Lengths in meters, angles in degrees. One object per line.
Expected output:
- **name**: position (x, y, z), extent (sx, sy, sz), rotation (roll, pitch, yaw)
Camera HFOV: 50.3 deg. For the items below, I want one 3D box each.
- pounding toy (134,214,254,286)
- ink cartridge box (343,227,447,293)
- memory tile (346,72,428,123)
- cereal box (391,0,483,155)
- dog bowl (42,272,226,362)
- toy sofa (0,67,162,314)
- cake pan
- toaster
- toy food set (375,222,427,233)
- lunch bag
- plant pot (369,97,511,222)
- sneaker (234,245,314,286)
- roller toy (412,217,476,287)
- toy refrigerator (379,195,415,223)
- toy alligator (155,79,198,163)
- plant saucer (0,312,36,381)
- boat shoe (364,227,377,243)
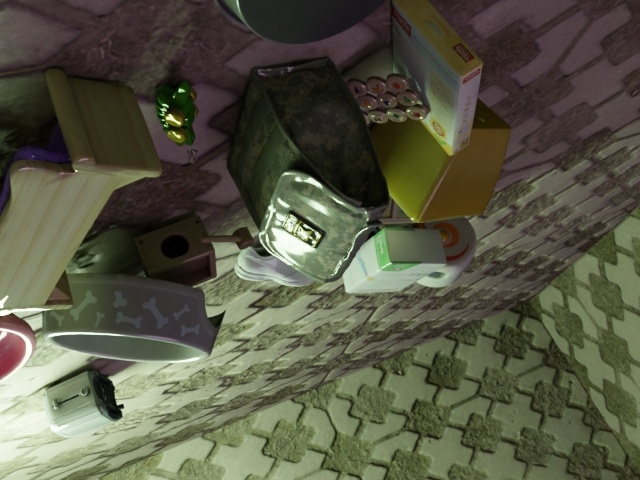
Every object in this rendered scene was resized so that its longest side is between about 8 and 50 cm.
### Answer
- **pounding toy**: position (-0.236, 0.004, 1.281), extent (0.206, 0.094, 0.181), rotation (-21, 158, -16)
- **ink cartridge box**: position (0.165, 0.050, 1.583), extent (0.154, 0.093, 0.212), rotation (1, 157, -27)
- **memory tile**: position (0.093, -0.228, 1.116), extent (0.148, 0.012, 0.113), rotation (1, 152, 36)
- **cereal box**: position (0.179, -0.259, 1.078), extent (0.047, 0.173, 0.240), rotation (-32, 160, -6)
- **dog bowl**: position (-0.355, 0.157, 1.286), extent (0.349, 0.102, 0.349), rotation (3, 161, 1)
- **toy sofa**: position (-0.380, -0.051, 0.922), extent (0.177, 0.150, 0.362), rotation (1, 145, -42)
- **cake pan**: position (0.005, -0.352, 0.831), extent (0.293, 0.054, 0.293), rotation (-24, 158, -10)
- **toaster**: position (-0.604, 0.420, 1.736), extent (0.146, 0.129, 0.227), rotation (-21, 160, -7)
- **toy food set**: position (0.152, -0.046, 1.600), extent (0.104, 0.111, 0.232), rotation (-36, 156, 19)
- **lunch bag**: position (-0.017, -0.093, 1.067), extent (0.169, 0.287, 0.235), rotation (-17, 157, -26)
- **plant pot**: position (0.229, -0.180, 1.296), extent (0.212, 0.212, 0.187), rotation (-8, 139, -40)
- **sneaker**: position (-0.084, 0.046, 1.551), extent (0.212, 0.080, 0.094), rotation (4, 125, -30)
- **roller toy**: position (0.314, 0.014, 1.814), extent (0.209, 0.191, 0.146), rotation (-21, 156, -15)
- **toy refrigerator**: position (0.105, -0.089, 1.379), extent (0.269, 0.094, 0.102), rotation (-3, 104, -34)
- **toy alligator**: position (-0.210, -0.172, 0.991), extent (0.051, 0.056, 0.189), rotation (17, 153, 2)
- **plant saucer**: position (-0.686, 0.200, 1.209), extent (0.332, 0.084, 0.332), rotation (-23, 158, -10)
- **boat shoe**: position (0.024, 0.049, 1.687), extent (0.302, 0.091, 0.114), rotation (-22, 157, -15)
